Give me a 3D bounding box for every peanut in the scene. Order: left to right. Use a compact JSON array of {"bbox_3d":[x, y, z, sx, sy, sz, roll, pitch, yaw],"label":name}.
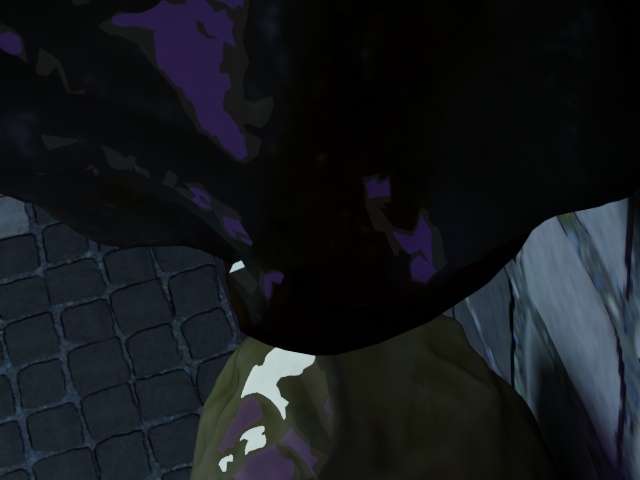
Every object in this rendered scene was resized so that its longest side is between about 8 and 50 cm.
[{"bbox_3d":[0.025,0.135,0.657,0.325,0.140,0.153,83,-174,-47],"label":"peanut"}]

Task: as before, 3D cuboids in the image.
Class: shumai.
[{"bbox_3d":[-0.007,-0.116,0.422,0.222,0.203,0.272,161,127,-82],"label":"shumai"}]
